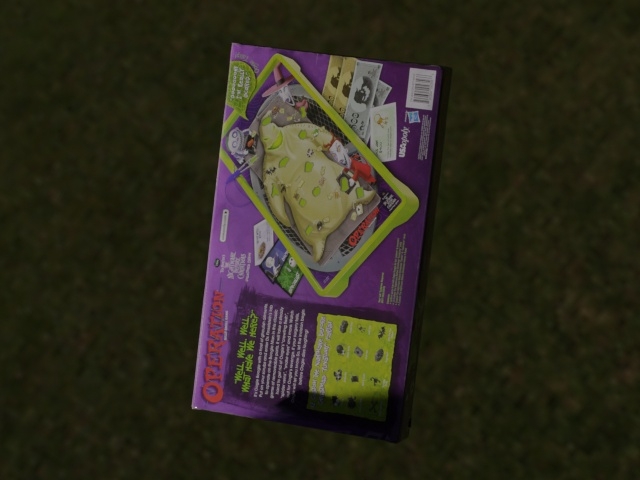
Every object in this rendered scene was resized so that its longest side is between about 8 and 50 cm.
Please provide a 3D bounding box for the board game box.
[{"bbox_3d":[0.000,0.000,1.801,0.056,0.208,0.346,-15,-67,-76],"label":"board game box"}]
